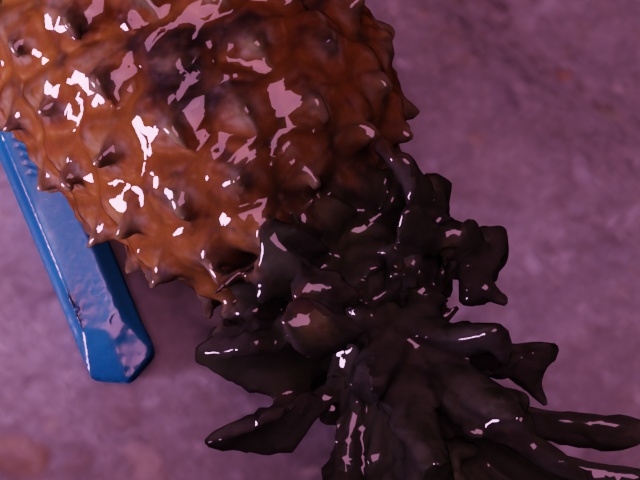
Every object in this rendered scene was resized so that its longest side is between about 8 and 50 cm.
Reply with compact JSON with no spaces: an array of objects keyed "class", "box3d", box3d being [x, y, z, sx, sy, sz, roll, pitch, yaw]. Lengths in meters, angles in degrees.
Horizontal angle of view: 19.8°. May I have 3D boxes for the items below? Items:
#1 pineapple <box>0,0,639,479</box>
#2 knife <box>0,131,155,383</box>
[{"class":"pineapple","box3d":[0.000,0.000,0.722,0.169,0.169,0.340,-34,66,-10]},{"class":"knife","box3d":[-0.145,-0.068,0.835,0.044,0.026,0.296,-23,77,-4]}]
